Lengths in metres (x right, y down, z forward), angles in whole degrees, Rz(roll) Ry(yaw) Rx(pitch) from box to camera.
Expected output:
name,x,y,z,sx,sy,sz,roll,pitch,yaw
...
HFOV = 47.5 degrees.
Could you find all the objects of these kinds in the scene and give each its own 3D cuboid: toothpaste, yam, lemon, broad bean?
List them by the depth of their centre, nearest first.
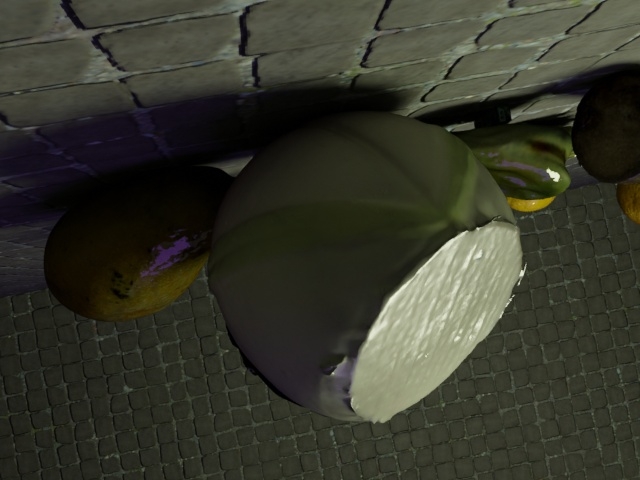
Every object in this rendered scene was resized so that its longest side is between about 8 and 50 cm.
name,x,y,z,sx,sy,sz,roll,pitch,yaw
yam,0.406,-0.129,0.835,0.280,0.131,0.131,-6,175,-38
broad bean,0.184,-0.094,0.841,0.207,0.072,0.153,3,164,14
toothpaste,0.201,-0.140,0.854,0.017,0.020,0.083,-9,177,-7
lemon,0.380,-0.110,1.331,0.114,0.114,0.155,-12,-175,27

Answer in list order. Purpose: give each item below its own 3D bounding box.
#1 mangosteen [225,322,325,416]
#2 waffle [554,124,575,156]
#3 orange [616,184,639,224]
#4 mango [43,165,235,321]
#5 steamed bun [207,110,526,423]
name,x,y,z,sx,sy,sz,roll,pitch,yaw
mangosteen,0.058,0.074,1.071,0.421,0.381,0.381,-12,178,31
waffle,0.288,-0.132,1.064,0.223,0.054,0.204,-10,178,11
orange,0.830,-0.129,1.735,0.236,0.236,0.236,-11,178,0
mango,-0.218,0.011,0.870,0.329,0.175,0.176,-14,-139,55
steamed bun,0.017,0.003,0.717,0.309,0.309,0.309,-11,178,0
